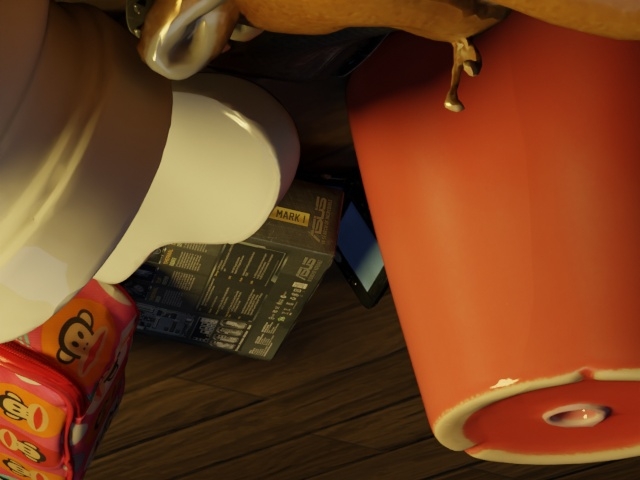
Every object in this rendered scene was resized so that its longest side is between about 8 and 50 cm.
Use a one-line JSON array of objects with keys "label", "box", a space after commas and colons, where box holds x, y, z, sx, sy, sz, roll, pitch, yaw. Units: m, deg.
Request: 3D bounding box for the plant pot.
[{"label": "plant pot", "box": [0.158, 0.003, 1.280, 0.275, 0.243, 0.275, -3, 158, -1]}]

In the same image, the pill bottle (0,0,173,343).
[{"label": "pill bottle", "box": [-0.253, -0.109, 0.873, 0.210, 0.210, 0.363, -23, 134, 39]}]

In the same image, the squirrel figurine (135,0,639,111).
[{"label": "squirrel figurine", "box": [-0.008, -0.213, 0.785, 0.397, 0.281, 0.370, 19, 162, -16]}]

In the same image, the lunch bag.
[{"label": "lunch bag", "box": [-0.274, 0.070, 1.490, 0.258, 0.120, 0.293, 26, 155, 4]}]

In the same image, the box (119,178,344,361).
[{"label": "box", "box": [-0.098, 0.010, 1.459, 0.183, 0.059, 0.232, 12, 155, -8]}]

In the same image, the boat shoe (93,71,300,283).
[{"label": "boat shoe", "box": [-0.078, -0.053, 1.202, 0.108, 0.102, 0.301, 47, 153, -6]}]

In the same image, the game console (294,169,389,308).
[{"label": "game console", "box": [0.000, 0.000, 1.478, 0.071, 0.107, 0.122, -27, 166, -21]}]

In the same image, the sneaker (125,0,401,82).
[{"label": "sneaker", "box": [0.013, -0.141, 1.130, 0.234, 0.078, 0.106, -10, 160, 25]}]
